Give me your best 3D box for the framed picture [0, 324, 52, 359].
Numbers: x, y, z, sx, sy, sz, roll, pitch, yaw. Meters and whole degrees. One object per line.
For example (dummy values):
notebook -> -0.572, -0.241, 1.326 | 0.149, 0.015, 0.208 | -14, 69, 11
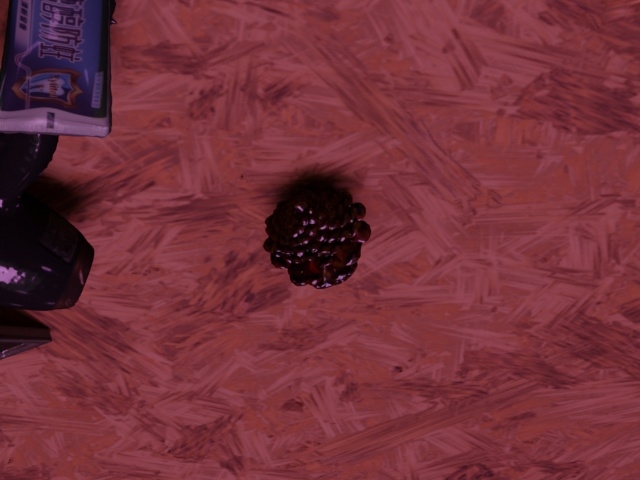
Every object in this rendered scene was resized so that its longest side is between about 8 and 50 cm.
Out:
framed picture -> -0.424, 0.133, 1.787 | 0.260, 0.023, 0.189 | -21, 167, 22

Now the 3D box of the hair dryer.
hair dryer -> -0.286, -0.102, 1.520 | 0.303, 0.120, 0.359 | 28, 125, -16

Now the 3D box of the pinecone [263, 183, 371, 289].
pinecone -> 0.000, -0.004, 1.656 | 0.102, 0.102, 0.109 | -12, 171, 11

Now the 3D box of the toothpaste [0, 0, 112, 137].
toothpaste -> -0.196, -0.219, 1.336 | 0.098, 0.061, 0.392 | 3, 136, -8
